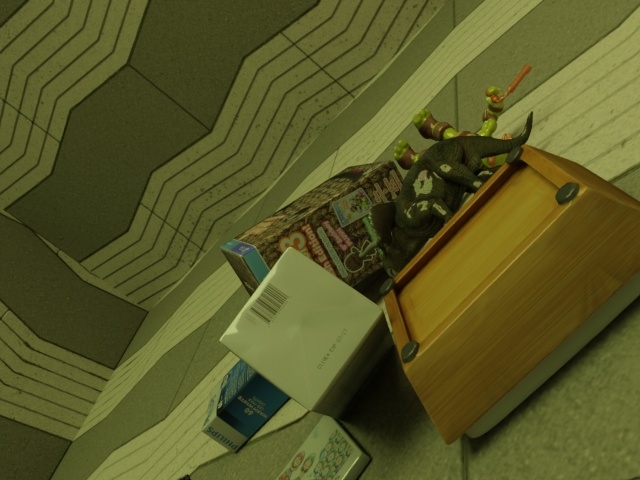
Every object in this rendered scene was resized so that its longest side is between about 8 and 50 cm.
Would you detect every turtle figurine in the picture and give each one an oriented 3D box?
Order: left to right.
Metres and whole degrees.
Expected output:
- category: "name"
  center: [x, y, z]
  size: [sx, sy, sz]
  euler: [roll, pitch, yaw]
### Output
- category: "turtle figurine"
  center: [0.234, -0.160, 1.101]
  size: [0.217, 0.087, 0.269]
  euler: [25, 93, 52]

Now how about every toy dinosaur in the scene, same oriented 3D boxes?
- category: "toy dinosaur"
  center: [0.174, -0.078, 0.956]
  size: [0.160, 0.121, 0.313]
  euler: [38, 97, 40]

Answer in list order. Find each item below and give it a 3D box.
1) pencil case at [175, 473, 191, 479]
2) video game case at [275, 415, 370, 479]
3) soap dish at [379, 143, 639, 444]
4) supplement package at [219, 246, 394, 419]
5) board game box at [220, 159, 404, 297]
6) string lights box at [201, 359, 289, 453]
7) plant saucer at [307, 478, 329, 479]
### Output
- category: "pencil case"
  center: [-0.146, 0.356, 0.699]
  size: [0.098, 0.095, 0.209]
  euler: [-27, 25, 20]
- category: "video game case"
  center: [-0.009, 0.305, 0.868]
  size: [0.143, 0.019, 0.157]
  euler: [-52, 14, -6]
- category: "soap dish"
  center: [0.192, 0.039, 0.713]
  size: [0.291, 0.118, 0.229]
  euler: [-48, 15, 15]
- category: "supplement package"
  center: [-0.004, 0.128, 0.849]
  size: [0.139, 0.134, 0.244]
  euler: [-53, -17, -9]
- category: "board game box"
  center: [0.000, 0.000, 1.161]
  size: [0.291, 0.141, 0.232]
  euler: [-33, 11, -13]
- category: "string lights box"
  center: [-0.093, 0.231, 1.183]
  size: [0.259, 0.077, 0.133]
  euler: [-47, 15, 15]
- category: "plant saucer"
  center: [-0.045, 0.394, 0.634]
  size: [0.332, 0.084, 0.332]
  euler: [-46, 15, 16]
